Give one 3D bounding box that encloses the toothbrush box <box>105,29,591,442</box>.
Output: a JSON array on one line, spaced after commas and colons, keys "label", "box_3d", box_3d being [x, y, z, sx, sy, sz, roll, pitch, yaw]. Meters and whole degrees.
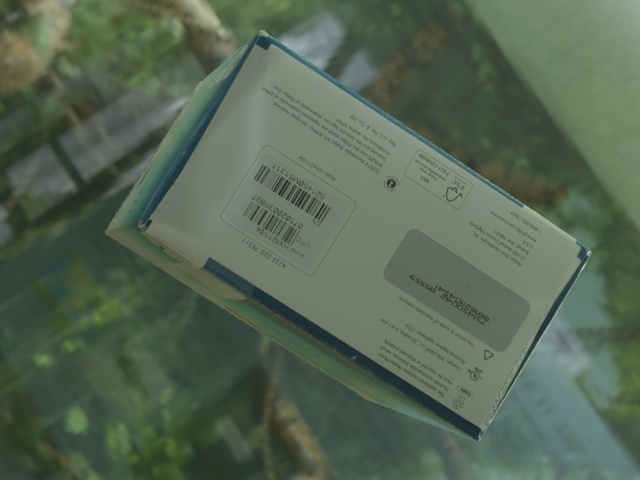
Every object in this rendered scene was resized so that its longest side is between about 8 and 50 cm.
[{"label": "toothbrush box", "box_3d": [0.000, 0.000, 1.054, 0.216, 0.126, 0.295, 33, -5, -9]}]
